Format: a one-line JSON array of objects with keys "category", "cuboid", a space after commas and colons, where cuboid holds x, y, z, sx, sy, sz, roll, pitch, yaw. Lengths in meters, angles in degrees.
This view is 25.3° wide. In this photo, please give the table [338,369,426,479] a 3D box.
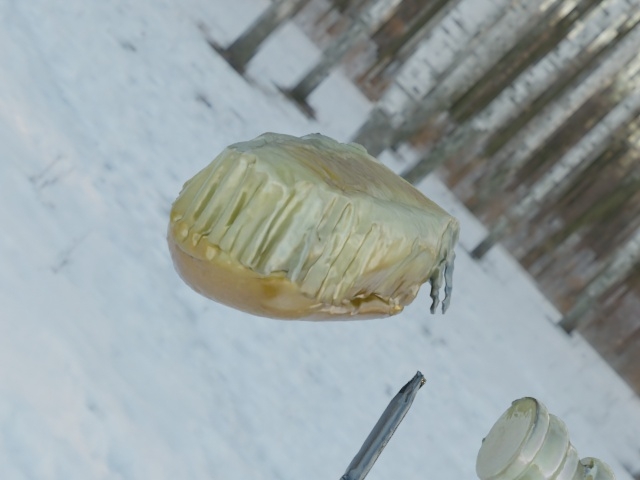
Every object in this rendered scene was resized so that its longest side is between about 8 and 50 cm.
[{"category": "table", "cuboid": [0.059, 0.278, 1.166, 0.317, 0.249, 0.317, 38, -22, 18]}]

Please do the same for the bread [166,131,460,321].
[{"category": "bread", "cuboid": [-0.008, -0.007, 1.551, 0.236, 0.183, 0.388, 38, 14, 29]}]

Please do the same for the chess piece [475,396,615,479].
[{"category": "chess piece", "cuboid": [0.241, 0.231, 1.357, 0.170, 0.094, 0.094, 34, 11, -11]}]
